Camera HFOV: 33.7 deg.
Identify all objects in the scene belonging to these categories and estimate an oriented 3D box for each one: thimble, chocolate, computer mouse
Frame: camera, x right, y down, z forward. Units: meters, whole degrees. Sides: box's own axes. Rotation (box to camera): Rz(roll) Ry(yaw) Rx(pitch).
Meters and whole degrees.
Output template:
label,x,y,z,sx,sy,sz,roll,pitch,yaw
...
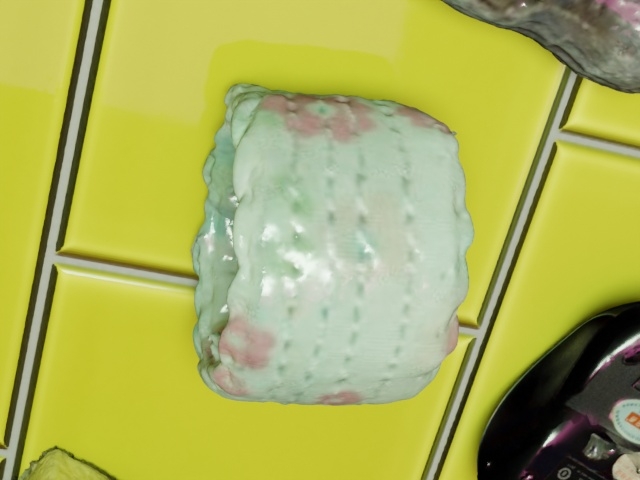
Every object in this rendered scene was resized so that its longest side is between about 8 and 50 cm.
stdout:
label,x,y,z,sx,sy,sz,roll,pitch,yaw
thimble,0.000,0.000,0.682,0.149,0.185,0.211,4,78,-13
chocolate,0.149,-0.172,0.670,0.248,0.110,0.110,28,106,-23
computer mouse,0.219,0.133,0.817,0.137,0.096,0.233,38,107,-17

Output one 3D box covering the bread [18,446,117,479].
label,x,y,z,sx,sy,sz,roll,pitch,yaw
bread,-0.179,0.292,0.728,0.168,0.264,0.163,38,101,-16
